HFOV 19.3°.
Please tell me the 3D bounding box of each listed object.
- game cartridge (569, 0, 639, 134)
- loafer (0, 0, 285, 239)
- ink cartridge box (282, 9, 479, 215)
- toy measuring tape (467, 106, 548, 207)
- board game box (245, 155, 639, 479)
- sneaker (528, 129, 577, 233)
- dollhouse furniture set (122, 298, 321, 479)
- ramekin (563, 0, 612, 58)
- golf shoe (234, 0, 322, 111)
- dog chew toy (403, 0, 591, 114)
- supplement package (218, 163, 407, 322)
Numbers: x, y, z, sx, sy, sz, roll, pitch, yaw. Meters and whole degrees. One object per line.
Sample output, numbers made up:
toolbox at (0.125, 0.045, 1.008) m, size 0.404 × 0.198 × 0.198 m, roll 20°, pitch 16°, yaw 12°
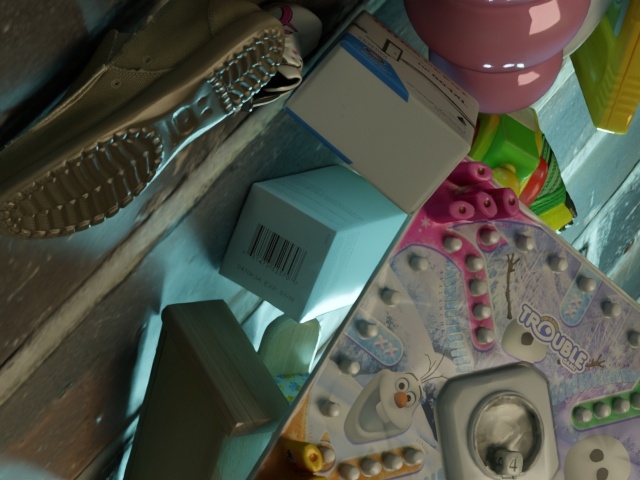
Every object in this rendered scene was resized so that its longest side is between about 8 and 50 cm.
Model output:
game cartridge at (0.350, -0.322, 2.093) m, size 0.285 × 0.053 × 0.323 m, roll -94°, pitch -160°, yaw -59°
loafer at (-0.151, -0.100, 1.430) m, size 0.268 × 0.092 × 0.102 m, roll -36°, pitch 150°, yaw -15°
ink cartridge box at (0.058, -0.119, 1.676) m, size 0.086 × 0.148 × 0.203 m, roll -49°, pitch -175°, yaw 16°
toy measuring tape at (0.167, -0.104, 1.944) m, size 0.330 × 0.121 × 0.121 m, roll -87°, pitch -165°, yaw -63°
board game box at (0.174, 0.182, 1.745) m, size 0.390 × 0.390 × 0.050 m, roll -58°, pitch -158°, yaw -17°
sneaker at (0.148, -0.028, 2.169) m, size 0.343 × 0.134 × 0.146 m, roll -32°, pitch 110°, yaw -38°
dollhouse furniture set at (0.028, 0.196, 1.865) m, size 0.394 × 0.362 × 0.256 m, roll -5°, pitch 130°, yaw -28°
ramekin at (0.233, -0.306, 1.947) m, size 0.273 × 0.127 × 0.273 m, roll -47°, pitch 155°, yaw -30°
golf shoe at (-0.045, -0.148, 1.599) m, size 0.186 × 0.086 × 0.067 m, roll -35°, pitch 145°, yaw -49°
dog chew toy at (0.163, -0.250, 1.738) m, size 0.206 × 0.207 × 0.331 m, roll -46°, pitch 149°, yaw -32°
supplement package at (0.000, 0.000, 1.861) m, size 0.179 × 0.105 × 0.105 m, roll -16°, pitch 132°, yaw -59°
